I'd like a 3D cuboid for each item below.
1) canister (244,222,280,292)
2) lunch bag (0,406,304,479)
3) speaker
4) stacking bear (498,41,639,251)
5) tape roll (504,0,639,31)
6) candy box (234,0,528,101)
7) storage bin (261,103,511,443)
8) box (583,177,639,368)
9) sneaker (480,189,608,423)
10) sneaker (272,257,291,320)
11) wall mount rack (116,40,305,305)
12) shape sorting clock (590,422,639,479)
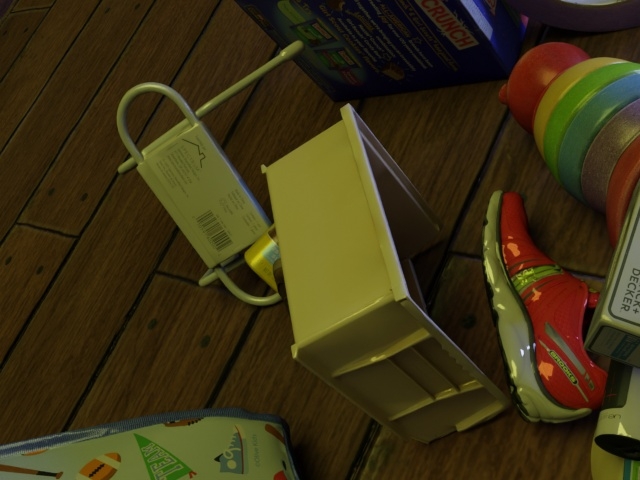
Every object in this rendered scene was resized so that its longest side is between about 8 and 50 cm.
[{"bbox_3d":[0.000,0.000,1.041,0.170,0.126,0.073,-46,12,5],"label":"canister"},{"bbox_3d":[-0.186,0.367,0.823,0.385,0.239,0.328,-14,46,-4],"label":"lunch bag"},{"bbox_3d":[0.286,0.125,0.717,0.055,0.055,0.136,-1,54,39],"label":"speaker"},{"bbox_3d":[0.304,-0.124,0.866,0.175,0.164,0.289,-40,38,8],"label":"stacking bear"},{"bbox_3d":[0.325,-0.373,0.938,0.275,0.275,0.090,-3,59,38],"label":"tape roll"},{"bbox_3d":[0.083,-0.325,1.108,0.317,0.268,0.122,3,65,40],"label":"candy box"},{"bbox_3d":[0.069,0.046,0.844,0.123,0.260,0.262,-30,45,17],"label":"storage bin"},{"bbox_3d":[0.377,0.053,0.624,0.290,0.087,0.169,18,70,16],"label":"box"},{"bbox_3d":[0.237,0.061,0.838,0.118,0.107,0.279,-11,52,9],"label":"sneaker"},{"bbox_3d":[-0.006,0.084,0.942,0.066,0.188,0.071,-13,58,10],"label":"sneaker"},{"bbox_3d":[-0.103,-0.098,1.114,0.304,0.350,0.130,-30,10,21],"label":"wall mount rack"},{"bbox_3d":[0.335,0.182,0.686,0.206,0.040,0.206,-32,34,25],"label":"shape sorting clock"}]
